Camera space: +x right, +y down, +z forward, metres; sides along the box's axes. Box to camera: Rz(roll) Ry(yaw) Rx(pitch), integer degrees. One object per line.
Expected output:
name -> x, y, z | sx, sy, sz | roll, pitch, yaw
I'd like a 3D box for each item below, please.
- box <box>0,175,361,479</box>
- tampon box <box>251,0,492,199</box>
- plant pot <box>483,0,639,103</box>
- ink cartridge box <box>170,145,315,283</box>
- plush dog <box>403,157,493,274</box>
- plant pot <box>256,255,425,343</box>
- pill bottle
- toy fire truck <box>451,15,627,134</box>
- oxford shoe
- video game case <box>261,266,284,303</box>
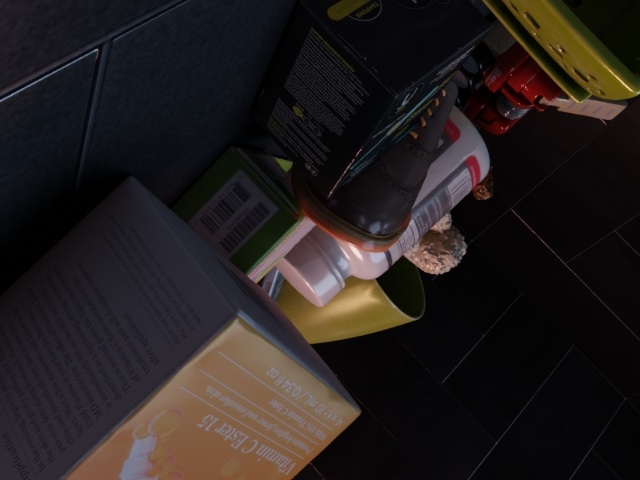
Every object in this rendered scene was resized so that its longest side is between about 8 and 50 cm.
box -> -0.176, 0.161, 0.634 | 0.345, 0.168, 0.215 | -43, 143, 0
tampon box -> 0.034, -0.134, 0.667 | 0.120, 0.101, 0.161 | -40, 173, -29
plant pot -> 0.339, -0.307, 0.995 | 0.227, 0.228, 0.207 | -43, -178, -3
ink cartridge box -> -0.088, 0.003, 0.879 | 0.189, 0.097, 0.255 | -44, 174, 10
plush dog -> 0.156, -0.106, 1.363 | 0.225, 0.262, 0.210 | -50, 150, 5
plant pot -> 0.007, 0.086, 1.610 | 0.293, 0.274, 0.275 | -28, -179, 22
pill bottle -> 0.072, -0.057, 1.180 | 0.318, 0.176, 0.176 | -42, 175, -11
toy fire truck -> 0.341, -0.242, 1.352 | 0.158, 0.246, 0.217 | -42, 175, -12
oxford shoe -> 0.065, -0.116, 0.844 | 0.132, 0.130, 0.363 | -59, -174, 32
video game case -> -0.084, 0.082, 1.433 | 0.190, 0.022, 0.173 | -64, 173, -75
